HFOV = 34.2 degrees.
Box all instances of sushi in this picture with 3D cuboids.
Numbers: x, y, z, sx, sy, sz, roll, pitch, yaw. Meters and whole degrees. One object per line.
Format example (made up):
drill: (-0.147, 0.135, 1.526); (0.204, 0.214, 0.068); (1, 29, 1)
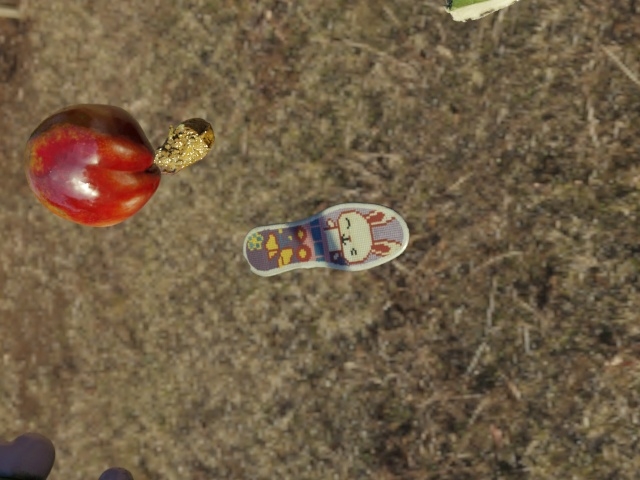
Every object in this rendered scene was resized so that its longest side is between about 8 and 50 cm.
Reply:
sushi: (-0.176, -0.119, 1.341); (0.118, 0.061, 0.060); (-48, 10, 46)

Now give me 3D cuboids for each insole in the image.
insole: (0.000, 0.000, 1.001); (0.197, 0.004, 0.065); (-7, 92, 36)

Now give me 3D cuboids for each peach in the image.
peach: (-0.177, -0.056, 0.795); (0.100, 0.100, 0.101); (-2, 87, 60)

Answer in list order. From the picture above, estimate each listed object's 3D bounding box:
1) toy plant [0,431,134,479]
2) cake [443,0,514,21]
toy plant: (-0.228, 0.252, 0.745); (0.113, 0.243, 0.233); (85, -151, -53)
cake: (0.146, -0.366, 1.131); (0.172, 0.283, 0.158); (-29, 66, 31)
